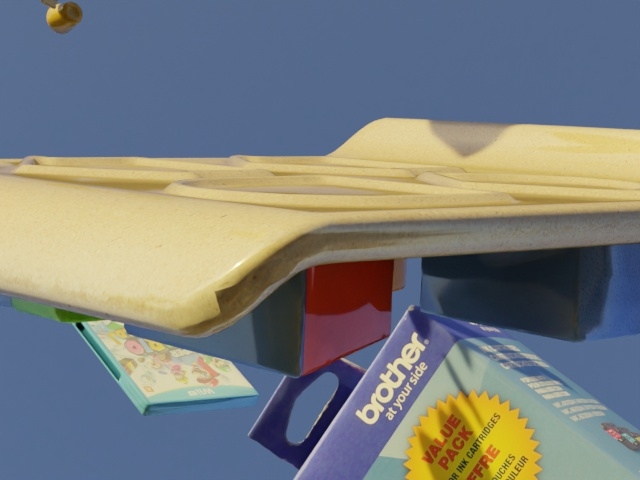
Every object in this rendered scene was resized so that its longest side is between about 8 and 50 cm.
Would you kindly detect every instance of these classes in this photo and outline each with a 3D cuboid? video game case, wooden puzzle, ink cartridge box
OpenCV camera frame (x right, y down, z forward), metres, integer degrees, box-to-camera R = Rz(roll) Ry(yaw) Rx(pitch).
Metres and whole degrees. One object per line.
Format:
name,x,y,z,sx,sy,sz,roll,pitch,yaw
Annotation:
video game case,-0.143,0.092,1.345,0.166,0.119,0.015,45,-58,38
wooden puzzle,0.000,0.000,0.691,0.322,0.348,0.080,8,-77,49
ink cartridge box,0.125,0.233,1.211,0.395,0.151,0.270,37,-79,27

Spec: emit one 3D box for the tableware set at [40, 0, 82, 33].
tableware set,-0.178,-0.227,1.167,0.104,0.154,0.024,31,-29,-32
